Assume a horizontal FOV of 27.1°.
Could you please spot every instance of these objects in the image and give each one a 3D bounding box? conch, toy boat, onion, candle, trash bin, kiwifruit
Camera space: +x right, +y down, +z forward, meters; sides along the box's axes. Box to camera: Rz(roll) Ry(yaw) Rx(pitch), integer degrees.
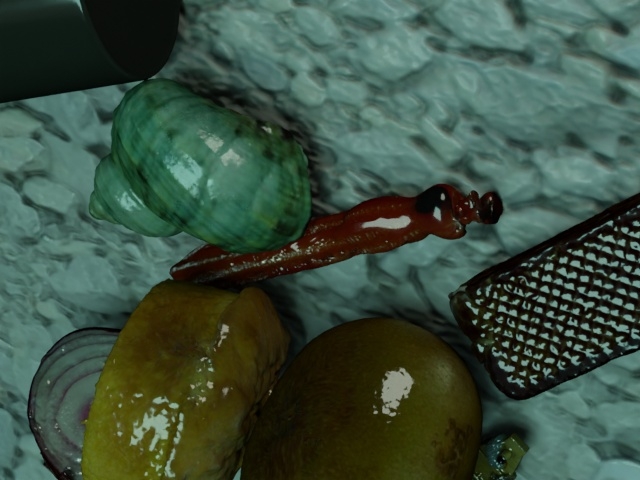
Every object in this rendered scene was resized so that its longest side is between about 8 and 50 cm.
[{"bbox_3d":[-0.115,-0.058,1.152,0.188,0.122,0.175,-2,126,46],"label":"conch"},{"bbox_3d":[0.132,0.217,1.182,0.047,0.049,0.149,48,122,4],"label":"toy boat"},{"bbox_3d":[-0.159,0.166,1.267,0.195,0.218,0.140,51,169,34],"label":"onion"},{"bbox_3d":[0.000,0.000,1.169,0.329,0.048,0.051,-14,110,31],"label":"candle"},{"bbox_3d":[-0.308,-0.213,1.157,0.334,0.214,0.214,-5,106,20],"label":"trash bin"},{"bbox_3d":[0.038,0.175,1.120,0.196,0.196,0.234,25,74,17],"label":"kiwifruit"}]

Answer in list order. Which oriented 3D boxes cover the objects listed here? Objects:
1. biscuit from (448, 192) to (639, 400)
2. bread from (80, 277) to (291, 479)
[{"bbox_3d":[0.279,0.006,1.017,0.388,0.073,0.107,-30,92,31],"label":"biscuit"},{"bbox_3d":[-0.121,0.126,1.150,0.143,0.229,0.139,14,150,14],"label":"bread"}]
